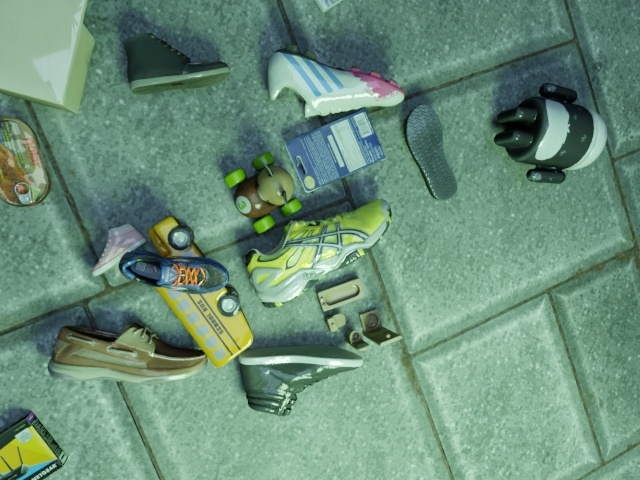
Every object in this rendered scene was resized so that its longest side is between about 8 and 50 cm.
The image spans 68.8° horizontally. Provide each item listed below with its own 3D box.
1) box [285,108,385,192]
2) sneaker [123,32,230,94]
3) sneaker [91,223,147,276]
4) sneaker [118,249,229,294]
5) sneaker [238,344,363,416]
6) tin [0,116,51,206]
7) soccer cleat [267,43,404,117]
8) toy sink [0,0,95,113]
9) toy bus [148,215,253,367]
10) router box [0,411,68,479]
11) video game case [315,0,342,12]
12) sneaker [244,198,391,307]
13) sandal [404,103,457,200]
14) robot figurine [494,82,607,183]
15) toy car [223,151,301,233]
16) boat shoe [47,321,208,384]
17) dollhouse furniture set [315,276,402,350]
[{"bbox_3d":[0.035,-0.219,1.151,0.225,0.036,0.136,-25,97,-14],"label":"box"},{"bbox_3d":[-0.318,-0.402,1.033,0.222,0.083,0.118,-12,94,-13],"label":"sneaker"},{"bbox_3d":[-0.457,0.016,1.026,0.134,0.051,0.070,-40,99,-14],"label":"sneaker"},{"bbox_3d":[-0.295,0.070,0.938,0.221,0.087,0.083,6,93,-12],"label":"sneaker"},{"bbox_3d":[-0.046,0.335,1.117,0.296,0.104,0.146,0,93,-8],"label":"sneaker"},{"bbox_3d":[-0.638,-0.163,0.982,0.106,0.040,0.189,-15,95,-9],"label":"tin"},{"bbox_3d":[0.032,-0.351,1.119,0.331,0.116,0.143,14,100,-10],"label":"soccer cleat"},{"bbox_3d":[-0.560,-0.399,0.947,0.153,0.131,0.234,13,93,-14],"label":"toy sink"},{"bbox_3d":[-0.276,0.108,1.045,0.130,0.108,0.332,-36,100,-8],"label":"toy bus"},{"bbox_3d":[-0.659,0.473,0.988,0.179,0.046,0.133,-33,99,-11],"label":"router box"},{"bbox_3d":[0.025,-0.692,1.143,0.183,0.023,0.201,-36,100,-11],"label":"video game case"},{"bbox_3d":[0.000,0.000,1.095,0.385,0.145,0.147,-34,100,-13],"label":"sneaker"},{"bbox_3d":[0.277,-0.223,1.212,0.097,0.054,0.254,-22,106,-6],"label":"sandal"},{"bbox_3d":[0.603,-0.278,1.229,0.278,0.173,0.209,6,133,-14],"label":"robot figurine"},{"bbox_3d":[-0.117,-0.112,1.037,0.149,0.188,0.155,-33,99,-11],"label":"toy car"},{"bbox_3d":[-0.407,0.238,1.011,0.324,0.123,0.116,6,88,-16],"label":"boat shoe"},{"bbox_3d":[0.090,0.179,1.131,0.144,0.123,0.151,-18,96,-13],"label":"dollhouse furniture set"}]
